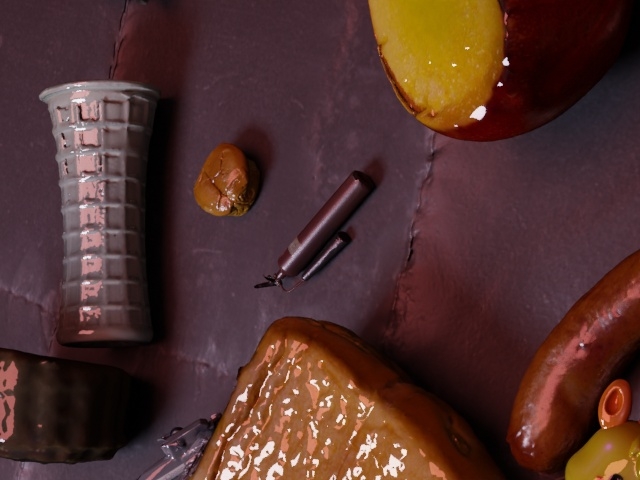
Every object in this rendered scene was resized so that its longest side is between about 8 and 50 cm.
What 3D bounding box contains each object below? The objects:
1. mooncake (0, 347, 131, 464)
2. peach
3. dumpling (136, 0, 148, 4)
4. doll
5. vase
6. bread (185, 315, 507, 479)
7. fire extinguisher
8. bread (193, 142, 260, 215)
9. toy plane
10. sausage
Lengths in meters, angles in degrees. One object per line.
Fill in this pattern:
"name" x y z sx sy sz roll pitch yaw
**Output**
"mooncake" -0.329 0.192 2.101 0.228 0.228 0.124 -2 79 41
"peach" 0.175 -0.225 1.729 0.245 0.248 0.275 -11 63 -2
"dumpling" -0.287 -0.374 2.201 0.247 0.172 0.142 47 111 38
"doll" 0.268 0.231 1.656 0.143 0.135 0.221 39 105 4
"vase" -0.253 -0.027 2.137 0.143 0.143 0.299 -9 79 40
"bread" 0.027 0.278 1.830 0.328 0.148 0.337 33 108 34
"fire extinguisher" 0.000 0.000 1.981 0.049 0.035 0.173 40 113 -2
"bread" -0.105 -0.065 2.072 0.083 0.046 0.081 -36 58 32
"toy plane" -0.139 0.230 2.001 0.226 0.058 0.226 -42 13 3
"sausage" 0.272 0.090 1.693 0.302 0.076 0.103 -49 52 23
